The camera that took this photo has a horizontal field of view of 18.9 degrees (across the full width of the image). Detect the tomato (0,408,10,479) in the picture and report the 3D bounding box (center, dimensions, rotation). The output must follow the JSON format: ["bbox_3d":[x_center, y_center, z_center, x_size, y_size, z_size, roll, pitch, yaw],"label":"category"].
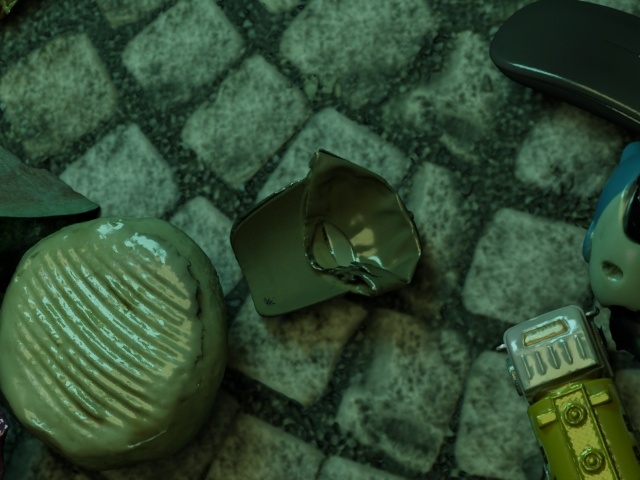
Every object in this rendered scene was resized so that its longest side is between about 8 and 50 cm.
[{"bbox_3d":[-0.448,0.217,1.759,0.334,0.176,0.290,-13,79,28],"label":"tomato"}]

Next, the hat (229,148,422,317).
[{"bbox_3d":[0.000,0.000,1.817,0.175,0.085,0.147,-23,80,31],"label":"hat"}]

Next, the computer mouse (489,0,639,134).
[{"bbox_3d":[0.270,-0.160,1.777,0.232,0.057,0.120,26,53,20],"label":"computer mouse"}]

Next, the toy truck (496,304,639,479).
[{"bbox_3d":[0.232,0.167,1.677,0.098,0.114,0.227,-21,70,7],"label":"toy truck"}]

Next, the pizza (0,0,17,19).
[{"bbox_3d":[-0.314,-0.307,1.983,0.188,0.062,0.199,18,85,31],"label":"pizza"}]

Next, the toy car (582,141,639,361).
[{"bbox_3d":[0.355,-0.007,1.665,0.255,0.188,0.190,4,42,5],"label":"toy car"}]

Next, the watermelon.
[{"bbox_3d":[-0.335,-0.005,1.909,0.207,0.136,0.202,-35,26,30],"label":"watermelon"}]

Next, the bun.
[{"bbox_3d":[-0.187,0.097,1.788,0.239,0.141,0.239,-3,81,22],"label":"bun"}]

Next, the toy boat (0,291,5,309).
[{"bbox_3d":[-0.333,0.058,1.850,0.063,0.115,0.016,-11,66,10],"label":"toy boat"}]
